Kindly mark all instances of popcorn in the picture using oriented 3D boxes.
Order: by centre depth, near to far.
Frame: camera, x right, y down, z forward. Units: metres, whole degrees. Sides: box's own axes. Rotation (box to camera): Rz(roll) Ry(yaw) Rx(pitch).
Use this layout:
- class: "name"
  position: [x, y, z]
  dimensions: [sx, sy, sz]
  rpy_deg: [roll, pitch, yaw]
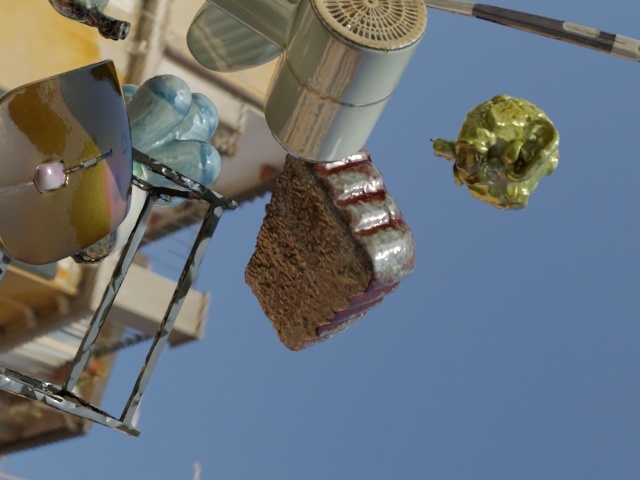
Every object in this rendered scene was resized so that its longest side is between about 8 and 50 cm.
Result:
- class: "popcorn"
  position: [0.227, -0.112, 1.434]
  dimensions: [0.162, 0.141, 0.136]
  rpy_deg: [-16, -139, 29]

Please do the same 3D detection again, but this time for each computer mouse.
- class: "computer mouse"
  position: [-0.229, -0.080, 1.068]
  dimensions: [0.071, 0.310, 0.158]
  rpy_deg: [-2, -76, 11]

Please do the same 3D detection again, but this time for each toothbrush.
- class: "toothbrush"
  position: [0.167, -0.215, 1.090]
  dimensions: [0.288, 0.026, 0.024]
  rpy_deg: [17, -114, 12]

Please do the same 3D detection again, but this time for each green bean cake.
- class: "green bean cake"
  position: [0.000, 0.000, 1.295]
  dimensions: [0.199, 0.097, 0.233]
  rpy_deg: [59, -39, 17]

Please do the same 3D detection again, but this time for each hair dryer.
- class: "hair dryer"
  position: [-0.085, -0.226, 1.031]
  dimensions: [0.107, 0.357, 0.173]
  rpy_deg: [-51, 174, -38]

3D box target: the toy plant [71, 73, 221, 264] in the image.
- class: "toy plant"
  position: [-0.291, -0.139, 1.841]
  dimensions: [0.332, 0.247, 0.247]
  rpy_deg: [-35, -161, -36]

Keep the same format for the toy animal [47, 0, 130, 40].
- class: "toy animal"
  position: [-0.275, -0.302, 1.371]
  dimensions: [0.094, 0.121, 0.225]
  rpy_deg: [-65, -170, 7]

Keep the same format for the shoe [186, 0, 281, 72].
- class: "shoe"
  position: [-0.031, -0.373, 1.649]
  dimensions: [0.363, 0.132, 0.160]
  rpy_deg: [-22, -148, 25]

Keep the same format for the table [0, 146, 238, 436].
- class: "table"
  position: [-0.325, 0.040, 1.500]
  dimensions: [0.222, 0.272, 0.335]
  rpy_deg: [10, -105, 57]
